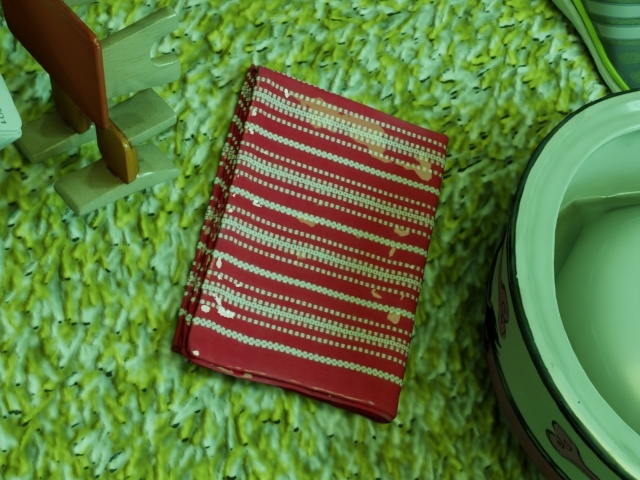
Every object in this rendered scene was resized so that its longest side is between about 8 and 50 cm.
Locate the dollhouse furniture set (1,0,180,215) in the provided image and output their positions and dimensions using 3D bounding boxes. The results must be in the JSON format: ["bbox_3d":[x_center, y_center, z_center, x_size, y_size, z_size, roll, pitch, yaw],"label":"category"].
[{"bbox_3d":[-0.221,-0.179,1.005,0.135,0.262,0.259,-26,50,-25],"label":"dollhouse furniture set"}]

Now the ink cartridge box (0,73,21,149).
[{"bbox_3d":[-0.322,-0.090,0.951,0.140,0.190,0.082,65,24,7],"label":"ink cartridge box"}]

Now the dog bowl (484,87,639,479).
[{"bbox_3d":[0.319,0.079,1.149,0.408,0.150,0.408,8,60,-14],"label":"dog bowl"}]

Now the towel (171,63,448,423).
[{"bbox_3d":[0.000,0.000,1.146,0.199,0.031,0.275,20,66,-16],"label":"towel"}]

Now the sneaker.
[{"bbox_3d":[0.303,-0.224,1.292,0.300,0.121,0.111,47,63,-2],"label":"sneaker"}]
